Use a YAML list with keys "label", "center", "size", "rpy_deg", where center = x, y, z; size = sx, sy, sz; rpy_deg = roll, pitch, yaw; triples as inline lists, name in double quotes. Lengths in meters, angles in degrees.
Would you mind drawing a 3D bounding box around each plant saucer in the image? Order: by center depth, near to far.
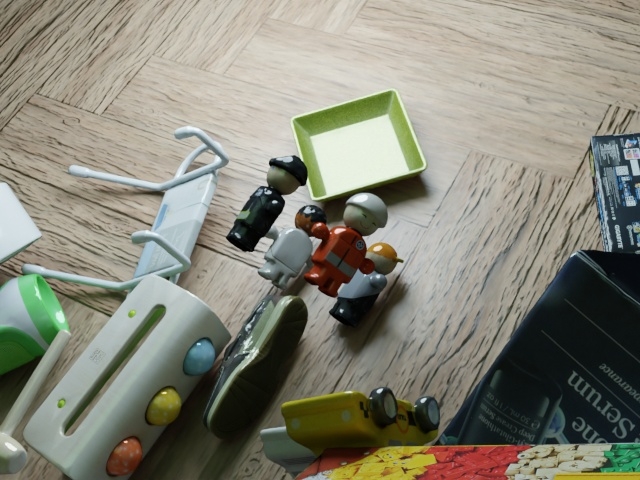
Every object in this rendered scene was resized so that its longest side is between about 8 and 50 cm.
- label: "plant saucer"
  center: [0.060, -0.145, 1.377]
  size: [0.188, 0.045, 0.188]
  rpy_deg: [-16, 54, 1]

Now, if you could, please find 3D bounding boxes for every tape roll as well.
- label: "tape roll"
  center: [-0.556, 0.031, 1.248]
  size: [0.286, 0.286, 0.100]
  rpy_deg: [-34, 99, -12]

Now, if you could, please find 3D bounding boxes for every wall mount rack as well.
- label: "wall mount rack"
  center: [-0.296, -0.037, 1.335]
  size: [0.304, 0.130, 0.350]
  rpy_deg: [-16, 46, 38]

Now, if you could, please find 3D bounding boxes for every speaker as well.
- label: "speaker"
  center: [-0.524, 0.160, 1.238]
  size: [0.296, 0.131, 0.131]
  rpy_deg: [-26, 54, -7]

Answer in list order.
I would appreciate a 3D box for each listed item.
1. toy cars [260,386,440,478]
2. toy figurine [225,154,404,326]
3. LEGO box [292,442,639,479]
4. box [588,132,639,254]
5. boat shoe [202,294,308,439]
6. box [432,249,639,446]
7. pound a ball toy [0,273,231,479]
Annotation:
- label: "toy cars"
  center: [0.029, 0.230, 0.923]
  size: [0.176, 0.394, 0.087]
  rpy_deg: [-1, 71, -10]
- label: "toy figurine"
  center: [0.000, 0.000, 1.186]
  size: [0.213, 0.209, 0.148]
  rpy_deg: [26, 75, 27]
- label: "LEGO box"
  center: [0.169, 0.422, 0.637]
  size: [0.372, 0.193, 0.500]
  rpy_deg: [-7, 97, 26]
- label: "box"
  center: [0.486, -0.060, 1.221]
  size: [0.175, 0.051, 0.220]
  rpy_deg: [-4, 55, 10]
- label: "boat shoe"
  center: [-0.098, 0.169, 1.177]
  size: [0.073, 0.080, 0.223]
  rpy_deg: [9, 57, 42]
- label: "box"
  center: [0.283, 0.251, 0.825]
  size: [0.293, 0.212, 0.395]
  rpy_deg: [44, 115, 33]
- label: "pound a ball toy"
  center: [-0.264, 0.197, 1.097]
  size: [0.135, 0.208, 0.319]
  rpy_deg: [25, 67, 28]
